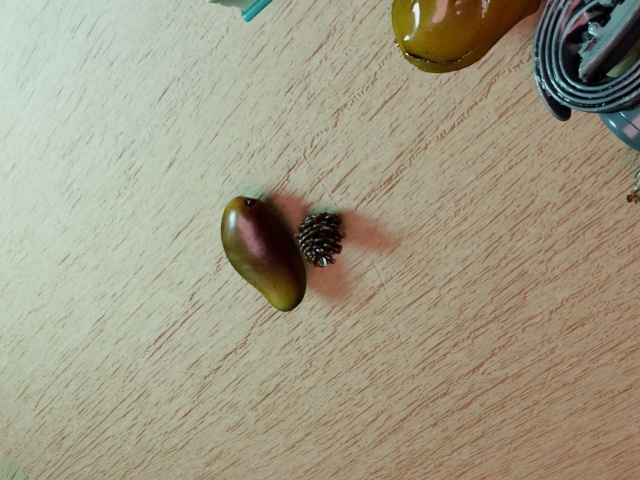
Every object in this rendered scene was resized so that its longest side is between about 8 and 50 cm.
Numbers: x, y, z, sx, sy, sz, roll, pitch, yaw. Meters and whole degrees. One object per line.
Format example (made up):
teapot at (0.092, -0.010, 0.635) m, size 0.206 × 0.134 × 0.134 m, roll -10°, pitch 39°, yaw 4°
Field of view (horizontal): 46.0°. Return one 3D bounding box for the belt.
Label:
belt at (0.416, -0.292, 1.087) m, size 0.206 × 0.116 × 0.267 m, roll 34°, pitch 116°, yaw 26°

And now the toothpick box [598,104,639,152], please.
toothpick box at (0.529, -0.233, 1.152) m, size 0.120 × 0.120 × 0.184 m, roll 34°, pitch 123°, yaw -11°

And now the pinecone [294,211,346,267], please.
pinecone at (-0.004, -0.001, 1.445) m, size 0.102 × 0.109 × 0.102 m, roll 9°, pitch 138°, yaw 9°

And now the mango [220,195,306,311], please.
mango at (-0.115, 0.026, 1.489) m, size 0.133 × 0.111 × 0.267 m, roll -24°, pitch 116°, yaw 9°

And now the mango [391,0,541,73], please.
mango at (0.220, -0.373, 1.100) m, size 0.201 × 0.152 × 0.287 m, roll 36°, pitch 127°, yaw -16°

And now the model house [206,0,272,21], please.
model house at (-0.114, -0.422, 1.170) m, size 0.100 × 0.149 × 0.127 m, roll -33°, pitch 68°, yaw 32°

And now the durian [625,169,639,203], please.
durian at (0.644, -0.151, 1.150) m, size 0.185 × 0.196 × 0.305 m, roll 41°, pitch 128°, yaw 21°
